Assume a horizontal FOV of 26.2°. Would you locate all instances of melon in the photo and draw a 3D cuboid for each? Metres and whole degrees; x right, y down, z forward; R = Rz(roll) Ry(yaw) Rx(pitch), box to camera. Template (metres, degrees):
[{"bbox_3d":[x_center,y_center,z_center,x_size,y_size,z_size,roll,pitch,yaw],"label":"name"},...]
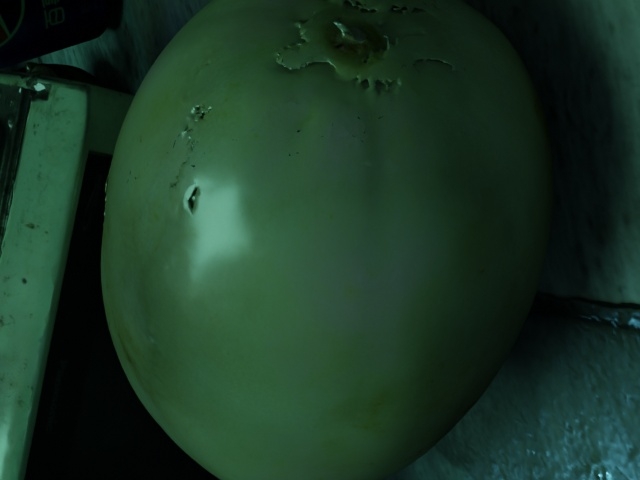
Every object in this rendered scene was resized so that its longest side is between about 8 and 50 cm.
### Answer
[{"bbox_3d":[0.000,0.000,0.703,0.223,0.223,0.317,52,150,29],"label":"melon"}]

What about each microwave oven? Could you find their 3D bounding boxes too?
[{"bbox_3d":[-0.215,0.088,0.924,0.333,0.247,0.394,13,92,43],"label":"microwave oven"}]

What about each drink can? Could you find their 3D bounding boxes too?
[{"bbox_3d":[-0.274,-0.191,1.092,0.118,0.205,0.118,44,146,39],"label":"drink can"}]

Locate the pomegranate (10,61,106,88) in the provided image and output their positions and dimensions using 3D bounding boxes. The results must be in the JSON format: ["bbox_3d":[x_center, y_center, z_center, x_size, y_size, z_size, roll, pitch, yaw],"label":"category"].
[{"bbox_3d":[-0.238,-0.091,1.165,0.163,0.125,0.138,32,-144,-57],"label":"pomegranate"}]
